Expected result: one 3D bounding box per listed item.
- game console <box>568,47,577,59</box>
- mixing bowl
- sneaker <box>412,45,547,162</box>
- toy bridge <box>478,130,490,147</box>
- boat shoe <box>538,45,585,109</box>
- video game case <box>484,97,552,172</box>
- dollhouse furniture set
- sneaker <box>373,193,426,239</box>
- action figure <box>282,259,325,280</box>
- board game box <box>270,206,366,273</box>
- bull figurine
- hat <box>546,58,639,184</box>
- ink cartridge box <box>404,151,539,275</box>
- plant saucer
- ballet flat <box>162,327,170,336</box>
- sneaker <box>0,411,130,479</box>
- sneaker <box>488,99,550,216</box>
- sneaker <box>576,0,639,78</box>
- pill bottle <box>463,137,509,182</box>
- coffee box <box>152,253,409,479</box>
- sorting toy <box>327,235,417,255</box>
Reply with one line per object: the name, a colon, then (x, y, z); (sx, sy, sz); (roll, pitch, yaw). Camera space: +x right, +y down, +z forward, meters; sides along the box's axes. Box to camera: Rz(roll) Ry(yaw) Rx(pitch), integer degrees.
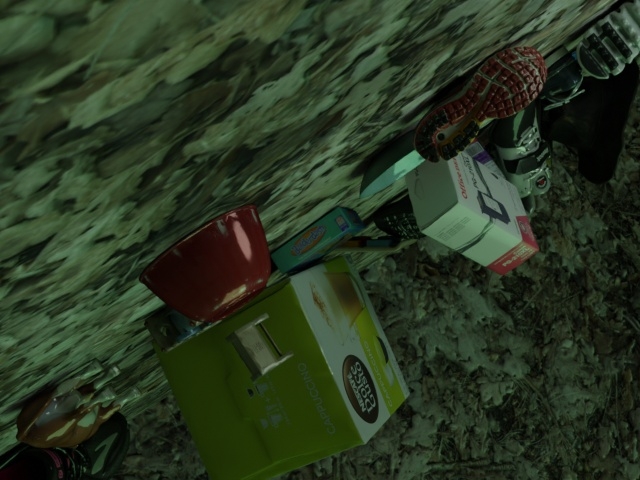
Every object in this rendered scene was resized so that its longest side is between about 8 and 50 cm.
game console: (0.543, -0.359, 1.732); (0.071, 0.107, 0.122); (-63, 172, 3)
mixing bowl: (-0.132, 0.043, 1.151); (0.181, 0.098, 0.181); (-35, 174, -4)
sneaker: (0.221, -0.203, 1.270); (0.225, 0.088, 0.092); (-34, -166, 2)
toy bridge: (0.359, -0.217, 2.035); (0.188, 0.026, 0.063); (-38, 175, 28)
boat shoe: (0.443, -0.294, 1.650); (0.095, 0.079, 0.254); (-35, 174, 3)
video game case: (0.457, -0.195, 2.083); (0.232, 0.042, 0.210); (-42, -149, 52)
dollhouse furniture set: (-0.168, 0.159, 1.435); (0.129, 0.183, 0.129); (-29, 172, -42)
sneaker: (0.264, -0.092, 2.105); (0.286, 0.130, 0.109); (-15, 141, 9)
action figure: (0.002, 0.122, 2.178); (0.141, 0.164, 0.276); (-40, 179, 4)
board game box: (0.000, 0.000, 1.725); (0.160, 0.047, 0.210); (-35, 175, 8)
bull figurine: (-0.425, 0.296, 1.545); (0.188, 0.101, 0.310); (-38, 176, -5)
hat: (0.559, -0.282, 1.908); (0.134, 0.331, 0.331); (9, 169, -3)
ink cartridge box: (0.280, -0.062, 1.656); (0.237, 0.172, 0.100); (26, 128, -35)
plant saucer: (0.133, -0.138, 1.423); (0.195, 0.037, 0.195); (-34, 175, -4)
ballet flat: (-0.232, 0.129, 1.597); (0.173, 0.049, 0.057); (-33, -157, 35)
sneaker: (-0.602, 0.527, 1.987); (0.202, 0.185, 0.483); (-35, 176, 41)
sneaker: (0.433, -0.176, 1.859); (0.122, 0.146, 0.330); (-37, 151, -19)
sneaker: (0.564, -0.391, 1.516); (0.292, 0.110, 0.118); (-32, -173, 14)
pill bottle: (0.327, -0.119, 1.844); (0.108, 0.193, 0.108); (-34, 174, -4)
coffee box: (-0.069, 0.262, 1.793); (0.338, 0.337, 0.334); (-25, 178, 22)
sorting toy: (0.122, 0.008, 2.197); (0.208, 0.038, 0.193); (-5, -176, 19)
